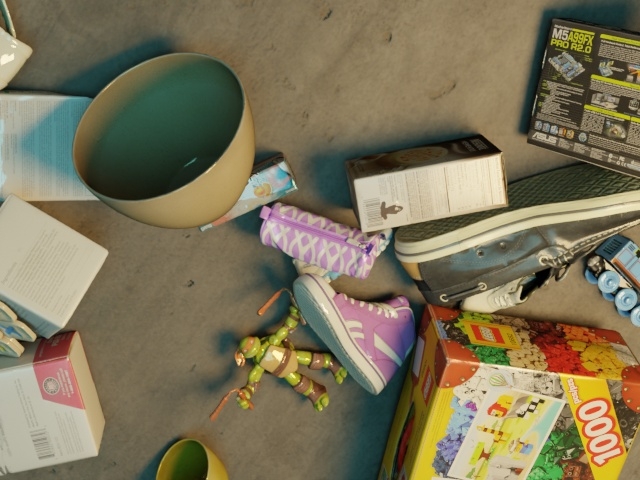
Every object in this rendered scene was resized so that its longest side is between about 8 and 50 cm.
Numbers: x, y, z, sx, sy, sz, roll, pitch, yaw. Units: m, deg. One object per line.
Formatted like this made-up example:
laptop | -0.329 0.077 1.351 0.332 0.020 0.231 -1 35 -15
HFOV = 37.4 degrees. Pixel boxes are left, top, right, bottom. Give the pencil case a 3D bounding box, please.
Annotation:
pencil case | 0.000 0.000 1.592 0.206 0.088 0.086 17 80 12

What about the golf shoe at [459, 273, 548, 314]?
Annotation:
golf shoe | 0.330 0.093 1.700 0.176 0.086 0.069 -36 111 10

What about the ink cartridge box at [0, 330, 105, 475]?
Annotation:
ink cartridge box | -0.551 0.297 1.678 0.283 0.117 0.207 -11 111 -2

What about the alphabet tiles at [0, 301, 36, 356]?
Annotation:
alphabet tiles | -0.609 0.105 1.545 0.278 0.021 0.284 6 145 28

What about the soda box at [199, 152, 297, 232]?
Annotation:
soda box | -0.133 -0.082 1.605 0.183 0.063 0.058 -24 110 4

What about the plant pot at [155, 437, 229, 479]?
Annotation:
plant pot | -0.227 0.448 1.769 0.134 0.134 0.095 -45 135 11

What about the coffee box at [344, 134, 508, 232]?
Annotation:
coffee box | 0.174 -0.097 1.588 0.247 0.141 0.098 -11 110 -2

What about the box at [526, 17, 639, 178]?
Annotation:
box | 0.477 -0.226 1.513 0.060 0.270 0.216 -12 117 -45

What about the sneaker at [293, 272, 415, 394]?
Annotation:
sneaker | 0.070 0.124 1.667 0.161 0.102 0.282 -46 125 -16

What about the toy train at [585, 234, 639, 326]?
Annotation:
toy train | 0.566 0.076 1.720 0.184 0.080 0.105 43 95 -17

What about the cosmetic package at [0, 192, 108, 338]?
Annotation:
cosmetic package | -0.475 0.046 1.546 0.184 0.151 0.151 33 66 -16

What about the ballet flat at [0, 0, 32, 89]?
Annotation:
ballet flat | -0.578 -0.413 1.424 0.139 0.139 0.400 -28 114 5

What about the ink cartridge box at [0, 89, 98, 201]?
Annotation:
ink cartridge box | -0.424 -0.156 1.570 0.225 0.056 0.181 -3 111 -22

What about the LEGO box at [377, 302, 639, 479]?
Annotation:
LEGO box | 0.326 0.393 1.726 0.373 0.193 0.500 8 115 -8

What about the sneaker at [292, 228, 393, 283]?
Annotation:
sneaker | 0.035 0.012 1.655 0.191 0.071 0.083 -31 104 6

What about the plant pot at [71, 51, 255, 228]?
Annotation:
plant pot | -0.220 -0.127 1.497 0.284 0.284 0.191 -23 143 4

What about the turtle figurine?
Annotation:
turtle figurine | -0.074 0.230 1.711 0.217 0.087 0.269 29 89 -25

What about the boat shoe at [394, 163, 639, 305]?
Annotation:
boat shoe | 0.380 -0.012 1.617 0.500 0.187 0.156 -17 110 8
